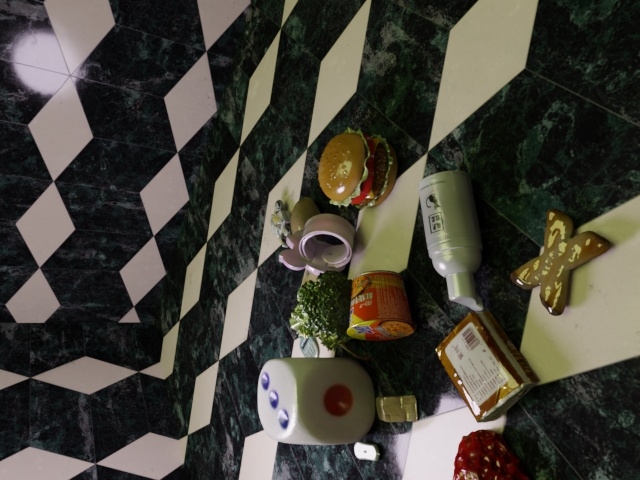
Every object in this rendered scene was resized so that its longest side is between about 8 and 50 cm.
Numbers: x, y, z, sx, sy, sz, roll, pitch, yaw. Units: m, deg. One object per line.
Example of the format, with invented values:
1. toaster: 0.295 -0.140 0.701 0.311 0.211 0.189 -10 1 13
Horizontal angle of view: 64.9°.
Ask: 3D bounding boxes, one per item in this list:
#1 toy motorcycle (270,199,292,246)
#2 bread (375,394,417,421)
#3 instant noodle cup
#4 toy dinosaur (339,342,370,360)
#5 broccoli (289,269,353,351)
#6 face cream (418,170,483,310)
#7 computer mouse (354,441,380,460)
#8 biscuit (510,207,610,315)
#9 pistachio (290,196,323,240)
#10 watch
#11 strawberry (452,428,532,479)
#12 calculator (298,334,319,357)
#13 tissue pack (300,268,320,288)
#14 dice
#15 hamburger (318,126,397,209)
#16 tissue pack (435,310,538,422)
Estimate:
1. toy motorcycle: -0.179 -0.068 2.261 0.151 0.074 0.228 -57 43 39
2. bread: 0.236 0.525 1.578 0.152 0.105 0.077 96 170 -76
3. instant noodle cup: 0.184 0.201 1.562 0.213 0.214 0.174 -36 47 49
4. toy dinosaur: 0.068 0.338 1.786 0.280 0.101 0.055 21 129 28
5. broccoli: 0.027 0.238 1.683 0.259 0.288 0.235 -53 38 8
6. face cream: 0.361 0.007 1.355 0.145 0.146 0.369 -29 61 52
7. computer mouse: 0.160 0.695 1.659 0.110 0.032 0.055 -12 76 45
8. biscuit: 0.544 0.049 1.158 0.164 0.047 0.207 51 127 46
9. pistachio: -0.056 -0.073 2.037 0.136 0.136 0.225 -42 45 46
10. watch: 0.000 0.000 1.825 0.210 0.249 0.217 -74 5 -48
11. strawberry: 0.393 0.635 1.206 0.265 0.150 0.335 -38 53 50
12. calculator: -0.049 0.425 2.030 0.153 0.021 0.095 54 129 45
13. tissue pack: 0.005 0.194 1.919 0.196 0.092 0.148 41 120 52
14. dice: -0.020 0.534 1.700 0.304 0.305 0.276 -25 63 56
15. hamburger: 0.109 -0.244 1.717 0.275 0.213 0.274 -13 74 55
16. tissue pack: 0.412 0.319 1.277 0.183 0.092 0.226 -59 41 33
